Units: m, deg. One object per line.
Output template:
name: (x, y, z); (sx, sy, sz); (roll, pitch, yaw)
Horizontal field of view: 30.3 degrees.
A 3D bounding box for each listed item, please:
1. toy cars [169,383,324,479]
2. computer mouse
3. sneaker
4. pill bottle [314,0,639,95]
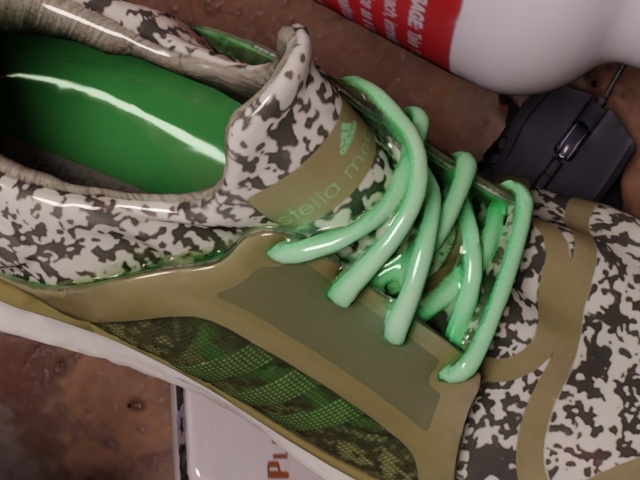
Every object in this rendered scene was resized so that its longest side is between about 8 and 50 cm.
toy cars: (-0.101, 0.016, 0.563); (0.393, 0.087, 0.176); (47, 62, 4)
computer mouse: (0.141, -0.073, 0.565); (0.071, 0.041, 0.242); (34, 90, 8)
sneaker: (0.000, 0.000, 0.432); (0.410, 0.182, 0.158); (16, 72, -4)
pill bottle: (0.043, -0.203, 0.479); (0.408, 0.229, 0.229); (30, 91, 10)
